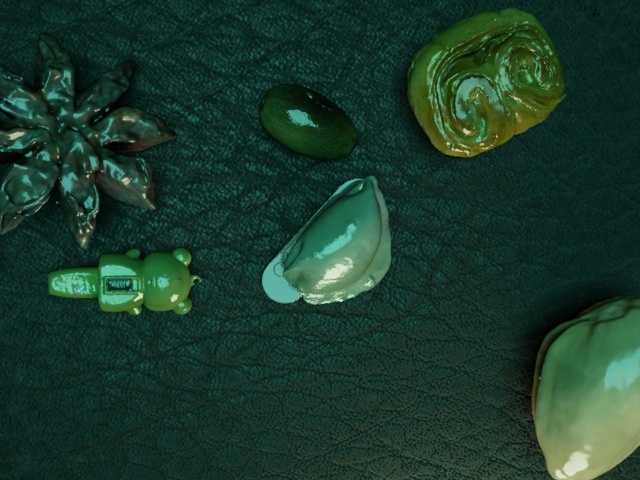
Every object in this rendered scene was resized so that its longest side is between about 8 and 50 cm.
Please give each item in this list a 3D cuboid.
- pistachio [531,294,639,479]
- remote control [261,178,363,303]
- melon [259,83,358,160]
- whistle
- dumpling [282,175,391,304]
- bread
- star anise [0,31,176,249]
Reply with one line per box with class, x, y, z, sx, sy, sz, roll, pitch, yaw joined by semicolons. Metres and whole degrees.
pistachio;0.442;0.231;1.095;0.214;0.193;0.317;20;103;5
remote control;0.000;0.000;1.123;0.077;0.022;0.245;43;90;-9
melon;-0.017;-0.179;1.070;0.162;0.099;0.099;26;91;-13
whistle;-0.298;0.065;1.069;0.228;0.085;0.105;-1;94;-6
dumpling;0.038;0.005;1.077;0.105;0.149;0.216;33;83;31
bread;0.250;-0.245;1.079;0.236;0.120;0.198;-28;97;-3
star anise;-0.364;-0.149;1.005;0.332;0.118;0.331;2;86;-27
